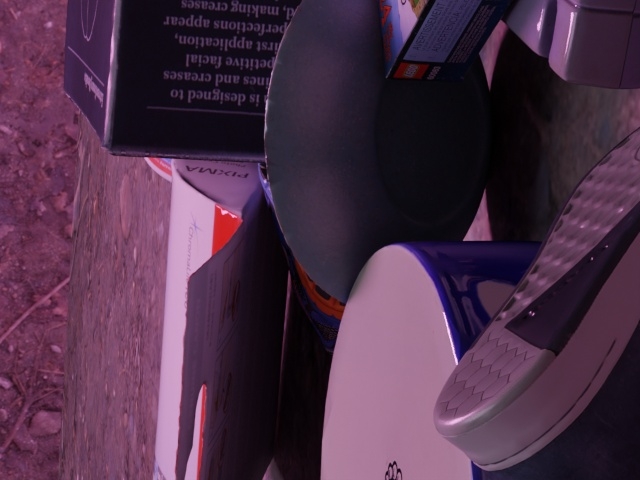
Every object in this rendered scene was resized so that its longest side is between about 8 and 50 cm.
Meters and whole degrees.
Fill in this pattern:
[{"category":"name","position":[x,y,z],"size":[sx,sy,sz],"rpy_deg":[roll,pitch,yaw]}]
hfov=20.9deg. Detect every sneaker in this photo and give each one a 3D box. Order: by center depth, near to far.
[{"category":"sneaker","position":[0.154,0.045,0.633],"size":[0.226,0.163,0.086],"rpy_deg":[-50,11,-32]},{"category":"sneaker","position":[0.000,0.000,1.245],"size":[0.221,0.083,0.087],"rpy_deg":[-101,11,-50]}]

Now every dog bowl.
[{"category":"dog bowl","position":[0.081,0.131,0.859],"size":[0.265,0.104,0.265],"rpy_deg":[-179,90,-75]}]

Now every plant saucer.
[{"category":"plant saucer","position":[0.047,-0.058,0.942],"size":[0.037,0.195,0.195],"rpy_deg":[5,94,40]}]

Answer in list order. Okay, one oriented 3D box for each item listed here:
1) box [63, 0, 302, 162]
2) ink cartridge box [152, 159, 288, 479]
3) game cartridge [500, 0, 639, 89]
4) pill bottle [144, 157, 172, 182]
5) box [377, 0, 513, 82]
[{"category":"box","position":[-0.053,-0.269,1.210],"size":[0.293,0.212,0.395],"rpy_deg":[-137,52,-71]},{"category":"ink cartridge box","position":[-0.099,0.102,1.315],"size":[0.385,0.091,0.308],"rpy_deg":[-59,-23,-70]},{"category":"game cartridge","position":[0.109,-0.242,0.891],"size":[0.355,0.068,0.230],"rpy_deg":[-117,36,-62]},{"category":"pill bottle","position":[-0.082,-0.160,1.482],"size":[0.124,0.124,0.221],"rpy_deg":[-106,23,-49]},{"category":"box","position":[0.062,-0.219,0.869],"size":[0.159,0.044,0.233],"rpy_deg":[119,149,-61]}]
